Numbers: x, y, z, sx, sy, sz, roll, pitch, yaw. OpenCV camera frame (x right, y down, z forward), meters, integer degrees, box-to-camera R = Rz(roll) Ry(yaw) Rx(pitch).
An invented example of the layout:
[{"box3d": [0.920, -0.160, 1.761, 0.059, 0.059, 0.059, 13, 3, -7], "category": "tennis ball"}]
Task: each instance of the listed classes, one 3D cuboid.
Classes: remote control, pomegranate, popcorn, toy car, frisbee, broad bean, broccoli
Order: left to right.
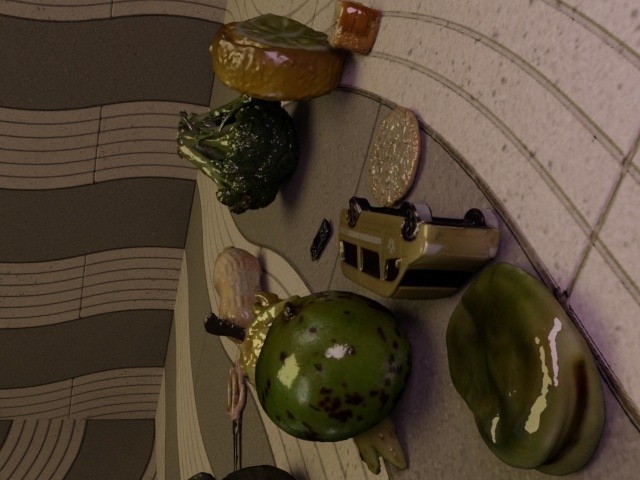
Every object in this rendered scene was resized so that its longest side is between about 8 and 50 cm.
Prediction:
[{"box3d": [-0.188, -0.227, 1.265, 0.321, 0.284, 0.303, -81, 0, -55], "category": "broccoli"}, {"box3d": [-0.160, 0.213, 1.273, 0.187, 0.211, 0.012, -48, -1, 21], "category": "frisbee"}, {"box3d": [-0.043, 0.173, 0.900, 0.167, 0.186, 0.187, -46, 30, 31], "category": "popcorn"}, {"box3d": [0.000, 0.000, 1.066, 0.096, 0.014, 0.039, 117, 152, -44], "category": "remote control"}, {"box3d": [0.028, 0.184, 0.721, 0.263, 0.211, 0.211, 59, 163, -12], "category": "pomegranate"}, {"box3d": [0.106, 0.014, 0.666, 0.257, 0.101, 0.124, -159, 72, -70], "category": "toy car"}, {"box3d": [0.173, 0.105, 0.501, 0.153, 0.072, 0.206, -60, 30, 34], "category": "broad bean"}]

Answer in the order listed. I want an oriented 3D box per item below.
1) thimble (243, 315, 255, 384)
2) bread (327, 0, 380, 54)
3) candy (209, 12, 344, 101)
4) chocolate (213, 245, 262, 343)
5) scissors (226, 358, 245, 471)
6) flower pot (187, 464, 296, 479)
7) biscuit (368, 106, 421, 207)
[{"box3d": [-0.090, 0.222, 1.087, 0.127, 0.118, 0.151, -102, 28, -46], "category": "thimble"}, {"box3d": [0.056, -0.376, 0.961, 0.076, 0.070, 0.083, -114, 34, -55], "category": "bread"}, {"box3d": [-0.081, -0.354, 1.057, 0.260, 0.260, 0.118, -113, 23, -53], "category": "candy"}, {"box3d": [-0.205, 0.132, 1.411, 0.309, 0.134, 0.134, -111, 34, -46], "category": "chocolate"}, {"box3d": [-0.232, 0.493, 1.505, 0.160, 0.024, 0.317, 132, 140, -53], "category": "scissors"}, {"box3d": [-0.135, 0.561, 0.963, 0.302, 0.213, 0.301, -172, 90, -70], "category": "flower pot"}, {"box3d": [0.109, -0.123, 0.811, 0.152, 0.020, 0.152, -175, 90, -69], "category": "biscuit"}]
